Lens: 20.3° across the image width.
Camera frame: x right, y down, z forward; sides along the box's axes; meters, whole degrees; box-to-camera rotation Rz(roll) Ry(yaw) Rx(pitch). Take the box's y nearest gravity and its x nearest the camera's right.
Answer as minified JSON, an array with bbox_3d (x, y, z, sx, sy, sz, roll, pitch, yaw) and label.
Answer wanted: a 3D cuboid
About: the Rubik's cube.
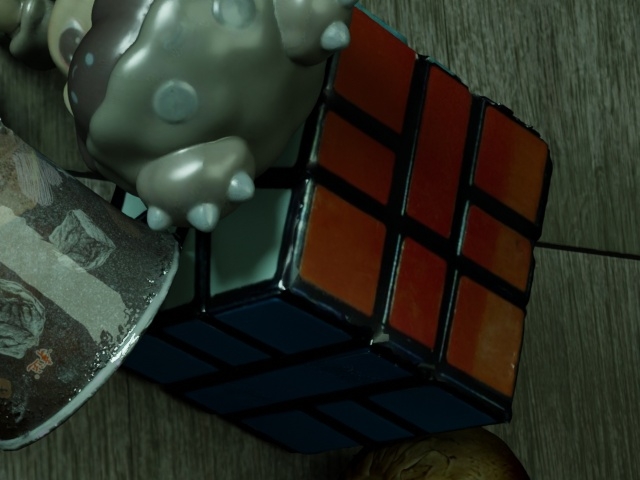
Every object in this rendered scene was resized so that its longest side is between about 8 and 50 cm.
[{"bbox_3d":[0.000,0.000,1.552,0.283,0.288,0.293,33,60,-32],"label":"Rubik's cube"}]

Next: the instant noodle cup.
[{"bbox_3d":[-0.251,0.016,1.367,0.207,0.217,0.217,42,53,-20],"label":"instant noodle cup"}]

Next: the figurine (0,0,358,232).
[{"bbox_3d":[-0.146,-0.162,1.395,0.248,0.380,0.203,-56,143,-5],"label":"figurine"}]

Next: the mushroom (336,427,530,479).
[{"bbox_3d":[0.079,0.293,1.586,0.163,0.278,0.297,21,52,-11],"label":"mushroom"}]
